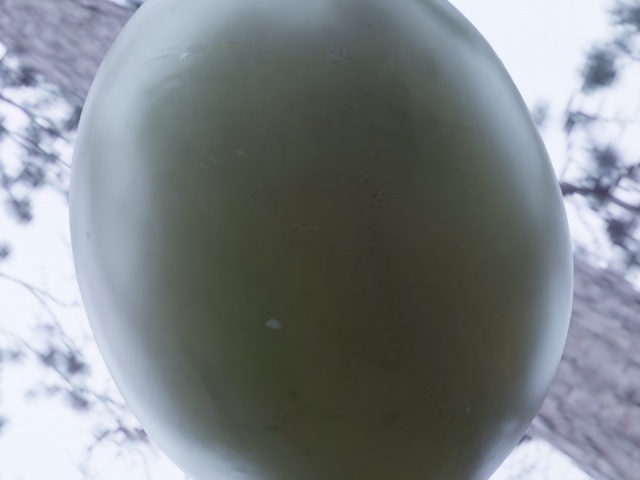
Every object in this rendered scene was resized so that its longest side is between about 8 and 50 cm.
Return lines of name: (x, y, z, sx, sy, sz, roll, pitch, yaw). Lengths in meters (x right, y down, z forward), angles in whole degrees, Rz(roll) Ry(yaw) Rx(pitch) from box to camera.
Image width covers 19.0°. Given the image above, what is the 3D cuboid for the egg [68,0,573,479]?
egg: (0.000, 0.000, 0.844, 0.219, 0.219, 0.269, -18, -72, -24)
